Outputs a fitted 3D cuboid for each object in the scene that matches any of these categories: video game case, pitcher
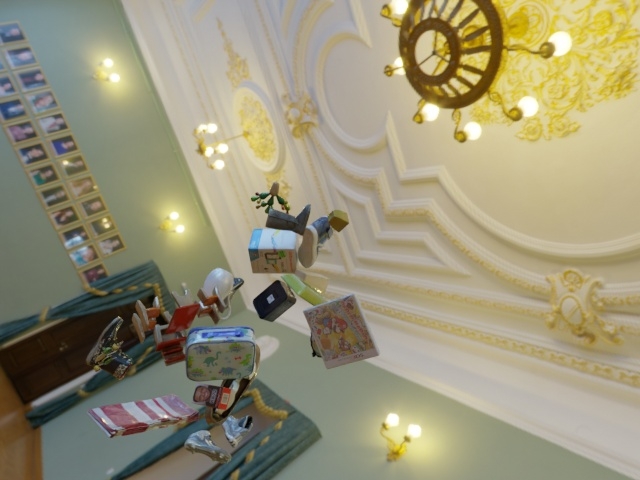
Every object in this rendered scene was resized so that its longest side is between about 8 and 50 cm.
[{"bbox_3d":[0.070,0.314,1.480,0.206,0.026,0.227,-22,-89,22],"label":"video game case"},{"bbox_3d":[-0.466,0.249,1.990,0.177,0.207,0.125,34,-20,-25],"label":"pitcher"}]

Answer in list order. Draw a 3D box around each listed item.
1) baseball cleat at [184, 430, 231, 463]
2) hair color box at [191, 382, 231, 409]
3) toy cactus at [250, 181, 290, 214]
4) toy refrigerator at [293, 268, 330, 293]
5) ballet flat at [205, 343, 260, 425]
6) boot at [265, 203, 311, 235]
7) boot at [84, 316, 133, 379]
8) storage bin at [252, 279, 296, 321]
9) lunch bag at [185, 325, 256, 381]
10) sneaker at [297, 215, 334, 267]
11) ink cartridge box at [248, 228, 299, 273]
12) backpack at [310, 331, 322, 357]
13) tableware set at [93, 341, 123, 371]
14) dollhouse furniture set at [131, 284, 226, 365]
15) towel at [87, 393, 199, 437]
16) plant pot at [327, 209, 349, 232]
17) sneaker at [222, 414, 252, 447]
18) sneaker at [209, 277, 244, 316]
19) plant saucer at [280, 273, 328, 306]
[{"bbox_3d":[-0.464,0.862,1.816,0.205,0.109,0.072,19,-62,1],"label":"baseball cleat"},{"bbox_3d":[-0.381,0.544,1.502,0.141,0.072,0.043,-7,-30,35],"label":"hair color box"},{"bbox_3d":[-0.254,-0.225,2.299,0.218,0.112,0.181,20,-66,-2],"label":"toy cactus"},{"bbox_3d":[-0.062,0.246,2.574,0.094,0.269,0.102,23,-87,34],"label":"toy refrigerator"},{"bbox_3d":[-0.325,0.549,1.648,0.116,0.342,0.124,36,-22,-7],"label":"ballet flat"},{"bbox_3d":[-0.166,-0.129,2.233,0.208,0.190,0.076,18,-11,0],"label":"boot"},{"bbox_3d":[-0.900,0.479,1.910,0.178,0.237,0.085,30,-13,-1],"label":"boot"},{"bbox_3d":[-0.220,0.290,2.055,0.084,0.180,0.122,34,19,-54],"label":"storage bin"},{"bbox_3d":[-0.314,0.354,1.365,0.090,0.218,0.176,-113,-153,-56],"label":"lunch bag"},{"bbox_3d":[0.000,-0.001,2.495,0.130,0.236,0.323,38,-41,26],"label":"sneaker"},{"bbox_3d":[-0.266,0.061,2.539,0.197,0.269,0.198,-85,173,-51],"label":"ink cartridge box"},{"bbox_3d":[0.007,0.511,2.235,0.115,0.152,0.182,1,-39,11],"label":"backpack"},{"bbox_3d":[-0.854,0.469,1.718,0.024,0.104,0.154,47,-70,11],"label":"tableware set"},{"bbox_3d":[-0.462,0.283,1.406,0.135,0.261,0.259,58,-45,26],"label":"dollhouse furniture set"},{"bbox_3d":[-0.647,0.635,1.587,0.237,0.328,0.037,5,-93,44],"label":"towel"},{"bbox_3d":[0.081,-0.106,2.139,0.081,0.083,0.082,-43,-145,29],"label":"plant pot"},{"bbox_3d":[-0.368,0.820,1.929,0.086,0.132,0.228,63,-18,-20],"label":"sneaker"},{"bbox_3d":[-0.505,0.300,2.276,0.108,0.271,0.100,48,1,-27],"label":"sneaker"},{"bbox_3d":[-0.051,0.207,1.734,0.188,0.045,0.188,39,-2,-33],"label":"plant saucer"}]
